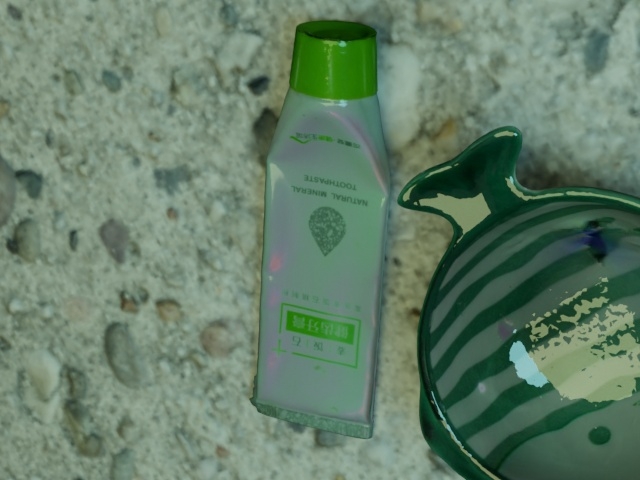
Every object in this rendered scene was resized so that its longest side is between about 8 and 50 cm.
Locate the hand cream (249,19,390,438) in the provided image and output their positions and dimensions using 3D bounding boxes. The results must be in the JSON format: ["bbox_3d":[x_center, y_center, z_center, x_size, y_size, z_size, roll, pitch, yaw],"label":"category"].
[{"bbox_3d":[0.000,0.000,0.877,0.079,0.050,0.275,25,122,40],"label":"hand cream"}]

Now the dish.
[{"bbox_3d":[0.151,0.044,0.811,0.224,0.078,0.246,-31,95,25],"label":"dish"}]
